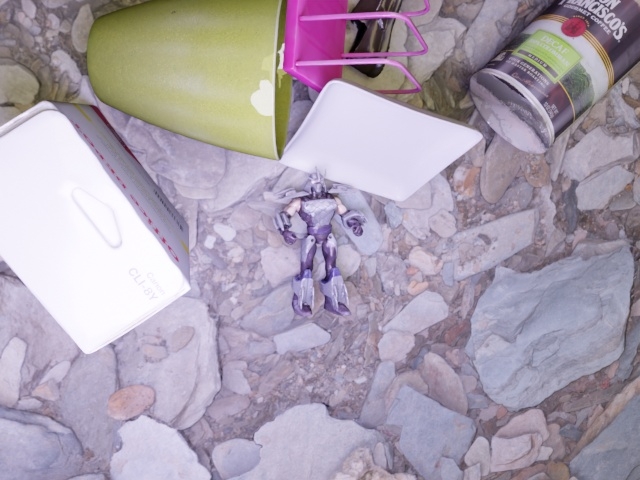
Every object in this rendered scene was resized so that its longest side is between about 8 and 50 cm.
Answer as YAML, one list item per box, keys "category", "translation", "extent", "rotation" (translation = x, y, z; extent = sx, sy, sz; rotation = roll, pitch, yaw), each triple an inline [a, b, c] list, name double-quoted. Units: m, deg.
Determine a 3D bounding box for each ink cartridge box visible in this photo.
- category: "ink cartridge box"
  translation: [-0.336, -0.046, 0.819]
  extent: [0.160, 0.385, 0.279]
  rotation: [-35, 107, -5]

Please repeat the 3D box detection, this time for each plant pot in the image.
- category: "plant pot"
  translation: [-0.202, -0.275, 0.889]
  extent: [0.294, 0.275, 0.274]
  rotation: [4, 101, 1]

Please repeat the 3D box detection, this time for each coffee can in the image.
- category: "coffee can"
  translation: [0.454, -0.329, 1.053]
  extent: [0.275, 0.201, 0.201]
  rotation: [-43, 108, -2]

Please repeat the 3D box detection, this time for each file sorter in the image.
- category: "file sorter"
  translation: [0.074, -0.390, 0.877]
  extent: [0.182, 0.202, 0.290]
  rotation: [5, 92, 22]

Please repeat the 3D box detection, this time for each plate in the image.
- category: "plate"
  translation: [0.094, -0.175, 0.986]
  extent: [0.278, 0.277, 0.045]
  rotation: [15, 66, -17]

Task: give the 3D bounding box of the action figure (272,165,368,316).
- category: "action figure"
  translation: [0.000, 0.000, 1.065]
  extent: [0.185, 0.099, 0.285]
  rotation: [-4, 102, -12]

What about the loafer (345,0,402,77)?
- category: "loafer"
  translation: [0.096, -0.413, 1.008]
  extent: [0.078, 0.080, 0.220]
  rotation: [8, 100, -16]
